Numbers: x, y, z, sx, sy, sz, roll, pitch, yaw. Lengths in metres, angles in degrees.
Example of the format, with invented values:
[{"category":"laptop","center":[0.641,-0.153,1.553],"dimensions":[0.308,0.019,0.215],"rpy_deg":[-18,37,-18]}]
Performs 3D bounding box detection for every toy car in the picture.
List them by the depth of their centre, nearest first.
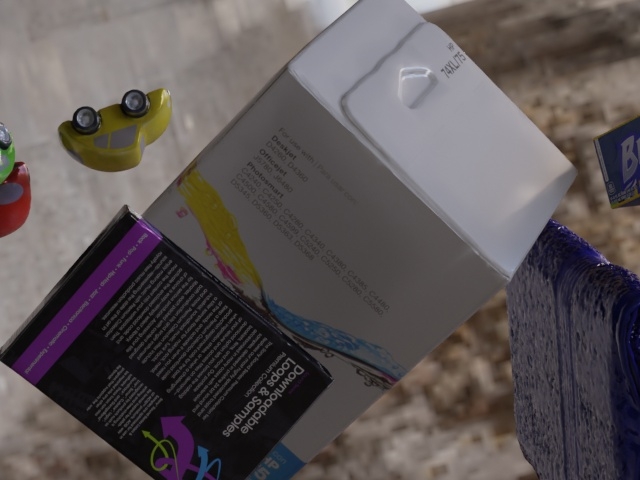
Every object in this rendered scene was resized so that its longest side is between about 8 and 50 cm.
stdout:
[{"category":"toy car","center":[-0.249,-0.055,1.503],"dimensions":[0.225,0.239,0.053],"rpy_deg":[0,65,-66]}]

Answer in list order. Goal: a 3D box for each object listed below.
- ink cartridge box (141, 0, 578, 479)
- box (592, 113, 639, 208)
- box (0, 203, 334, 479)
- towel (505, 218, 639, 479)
[{"category":"ink cartridge box","center":[0.000,0.000,1.292],"dimensions":[0.197,0.270,0.198],"rpy_deg":[44,32,-2]},{"category":"box","center":[0.270,-0.075,1.337],"dimensions":[0.169,0.054,0.059],"rpy_deg":[-30,-110,55]},{"category":"box","center":[-0.089,0.073,1.105],"dimensions":[0.162,0.116,0.029],"rpy_deg":[41,5,-13]},{"category":"towel","center":[0.217,0.113,1.428],"dimensions":[0.308,0.076,0.228],"rpy_deg":[-130,-145,-74]}]
